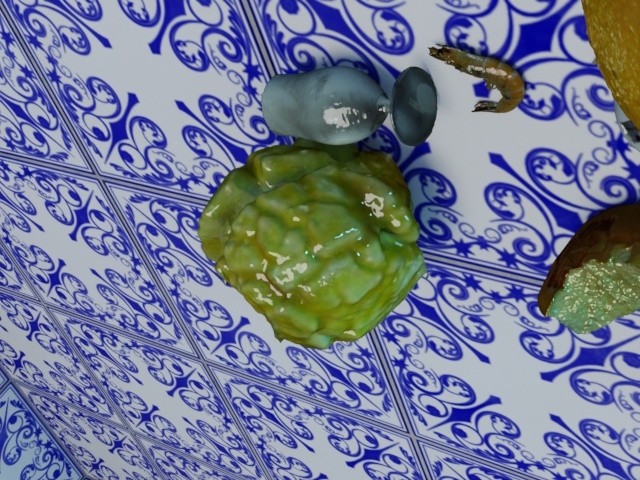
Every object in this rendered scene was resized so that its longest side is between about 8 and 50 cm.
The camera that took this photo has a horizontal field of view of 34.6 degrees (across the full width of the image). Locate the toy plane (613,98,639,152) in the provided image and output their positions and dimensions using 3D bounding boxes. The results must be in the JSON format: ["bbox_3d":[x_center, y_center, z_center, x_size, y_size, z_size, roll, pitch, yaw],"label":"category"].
[{"bbox_3d":[0.369,-0.077,0.869,0.267,0.123,0.267,28,177,2],"label":"toy plane"}]

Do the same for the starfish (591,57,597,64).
[{"bbox_3d":[0.289,-0.177,0.959,0.086,0.016,0.092,10,145,36],"label":"starfish"}]

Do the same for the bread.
[{"bbox_3d":[0.310,0.025,1.103,0.086,0.125,0.156,38,132,-15],"label":"bread"}]

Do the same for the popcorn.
[{"bbox_3d":[-0.004,0.008,1.295,0.282,0.247,0.282,40,159,18],"label":"popcorn"}]

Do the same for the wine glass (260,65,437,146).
[{"bbox_3d":[0.028,-0.156,1.185,0.202,0.093,0.093,9,139,39],"label":"wine glass"}]

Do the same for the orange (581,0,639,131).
[{"bbox_3d":[0.302,-0.162,0.630,0.274,0.274,0.274,26,147,18],"label":"orange"}]

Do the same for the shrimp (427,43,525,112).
[{"bbox_3d":[0.162,-0.169,1.095,0.114,0.023,0.083,25,150,14],"label":"shrimp"}]
